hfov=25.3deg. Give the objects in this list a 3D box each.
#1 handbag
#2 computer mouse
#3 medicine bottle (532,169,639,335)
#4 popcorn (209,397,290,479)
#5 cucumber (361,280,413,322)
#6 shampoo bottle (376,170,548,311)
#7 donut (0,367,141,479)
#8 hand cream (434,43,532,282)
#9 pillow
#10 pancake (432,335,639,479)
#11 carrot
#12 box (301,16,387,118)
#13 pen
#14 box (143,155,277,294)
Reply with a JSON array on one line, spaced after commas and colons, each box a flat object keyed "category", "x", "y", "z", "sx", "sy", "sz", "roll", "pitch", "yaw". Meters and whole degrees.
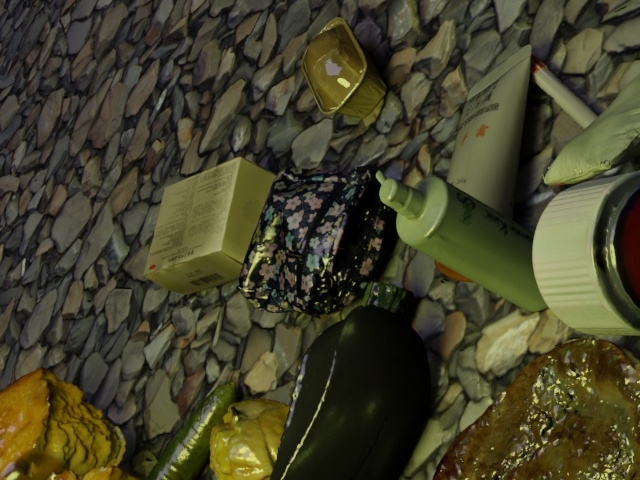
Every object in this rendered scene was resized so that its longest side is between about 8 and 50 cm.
[{"category": "handbag", "x": 0.000, "y": 0.000, "z": 1.964, "sx": 0.208, "sy": 0.127, "sz": 0.228, "roll": 7, "pitch": 73, "yaw": 48}, {"category": "computer mouse", "x": 0.046, "y": 0.225, "z": 1.707, "sx": 0.087, "sy": 0.168, "sz": 0.295, "roll": 6, "pitch": 75, "yaw": 53}, {"category": "medicine bottle", "x": 0.380, "y": -0.003, "z": 1.362, "sx": 0.395, "sy": 0.242, "sz": 0.242, "roll": 2, "pitch": 68, "yaw": 62}, {"category": "popcorn", "x": -0.075, "y": 0.276, "z": 1.864, "sx": 0.148, "sy": 0.152, "sz": 0.167, "roll": -8, "pitch": 26, "yaw": 12}, {"category": "cucumber", "x": 0.062, "y": 0.159, "z": 1.835, "sx": 0.078, "sy": 0.062, "sz": 0.211, "roll": 113, "pitch": 174, "yaw": -84}, {"category": "shampoo bottle", "x": 0.169, "y": -0.004, "z": 1.613, "sx": 0.085, "sy": 0.262, "sz": 0.085, "roll": -33, "pitch": 42, "yaw": 37}, {"category": "donut", "x": -0.412, "y": 0.407, "z": 2.013, "sx": 0.378, "sy": 0.163, "sz": 0.435, "roll": -42, "pitch": 33, "yaw": 1}, {"category": "hand cream", "x": 0.213, "y": -0.101, "z": 1.794, "sx": 0.140, "sy": 0.089, "sz": 0.314, "roll": -38, "pitch": 31, "yaw": 50}, {"category": "pillow", "x": 0.350, "y": -0.139, "z": 1.579, "sx": 0.229, "sy": 0.051, "sz": 0.128, "roll": -41, "pitch": 12, "yaw": -21}, {"category": "pancake", "x": 0.241, "y": 0.278, "z": 1.501, "sx": 0.356, "sy": 0.065, "sz": 0.356, "roll": -34, "pitch": 40, "yaw": 36}, {"category": "carrot", "x": -0.222, "y": 0.355, "z": 2.061, "sx": 0.358, "sy": 0.074, "sz": 0.074, "roll": -59, "pitch": 33, "yaw": 2}, {"category": "box", "x": 0.029, "y": -0.255, "z": 2.128, "sx": 0.111, "sy": 0.111, "sz": 0.177, "roll": -48, "pitch": 36, "yaw": 20}, {"category": "pen", "x": 0.302, "y": -0.181, "z": 1.775, "sx": 0.028, "sy": 0.028, "sz": 0.239, "roll": -52, "pitch": 35, "yaw": 14}, {"category": "box", "x": -0.169, "y": -0.019, "z": 2.233, "sx": 0.212, "sy": 0.095, "sz": 0.168, "roll": -17, "pitch": 52, "yaw": 48}]
